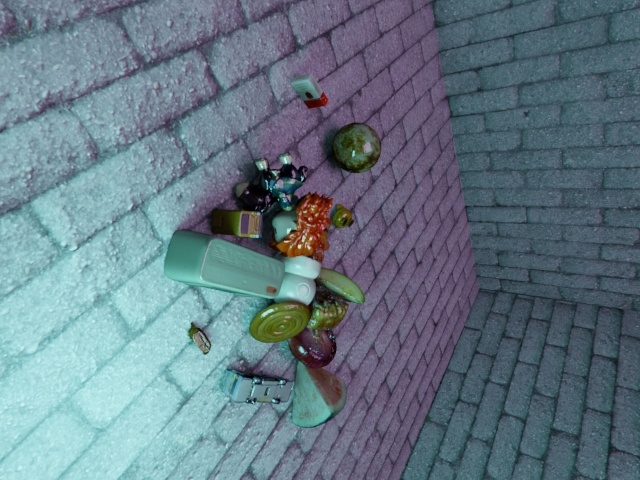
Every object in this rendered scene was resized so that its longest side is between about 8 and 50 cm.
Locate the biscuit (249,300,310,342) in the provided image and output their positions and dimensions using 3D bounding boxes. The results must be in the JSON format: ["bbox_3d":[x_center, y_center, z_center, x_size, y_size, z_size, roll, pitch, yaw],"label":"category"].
[{"bbox_3d":[-0.160,0.339,1.660,0.262,0.037,0.262,-13,136,-13],"label":"biscuit"}]

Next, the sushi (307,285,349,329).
[{"bbox_3d":[-0.006,0.304,1.839,0.274,0.184,0.139,5,120,-49],"label":"sushi"}]

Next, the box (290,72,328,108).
[{"bbox_3d":[-0.046,-0.648,1.775,0.152,0.100,0.048,48,60,-43],"label":"box"}]

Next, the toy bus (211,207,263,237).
[{"bbox_3d":[-0.300,-0.061,1.442,0.114,0.201,0.098,4,92,-44],"label":"toy bus"}]

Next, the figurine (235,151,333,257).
[{"bbox_3d":[-0.134,-0.135,1.561,0.306,0.241,0.412,-44,105,-11],"label":"figurine"}]

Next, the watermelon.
[{"bbox_3d":[0.011,0.699,1.892,0.283,0.250,0.293,-38,125,-50],"label":"watermelon"}]

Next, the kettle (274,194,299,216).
[{"bbox_3d":[-0.126,-0.101,1.741,0.127,0.098,0.148,-53,136,-41],"label":"kettle"}]

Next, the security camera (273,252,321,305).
[{"bbox_3d":[-0.112,0.181,1.718,0.194,0.194,0.236,30,71,-50],"label":"security camera"}]

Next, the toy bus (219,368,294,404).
[{"bbox_3d":[-0.249,0.584,1.633,0.317,0.138,0.112,33,74,-50],"label":"toy bus"}]

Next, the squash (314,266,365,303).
[{"bbox_3d":[0.096,0.200,1.934,0.093,0.252,0.169,-50,131,-38],"label":"squash"}]

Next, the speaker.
[{"bbox_3d":[-0.319,0.097,1.441,0.406,0.184,0.183,25,74,-50],"label":"speaker"}]

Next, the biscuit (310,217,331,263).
[{"bbox_3d":[0.001,0.000,1.946,0.165,0.036,0.250,23,72,-54],"label":"biscuit"}]

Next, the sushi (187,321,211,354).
[{"bbox_3d":[-0.427,0.346,1.439,0.052,0.055,0.120,-45,118,-26],"label":"sushi"}]

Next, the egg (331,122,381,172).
[{"bbox_3d":[0.177,-0.443,1.983,0.289,0.238,0.238,27,72,-75],"label":"egg"}]

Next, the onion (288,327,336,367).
[{"bbox_3d":[-0.041,0.470,1.846,0.248,0.248,0.161,6,123,-52],"label":"onion"}]

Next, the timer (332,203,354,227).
[{"bbox_3d":[0.104,-0.119,2.058,0.107,0.109,0.107,-31,144,-26],"label":"timer"}]
